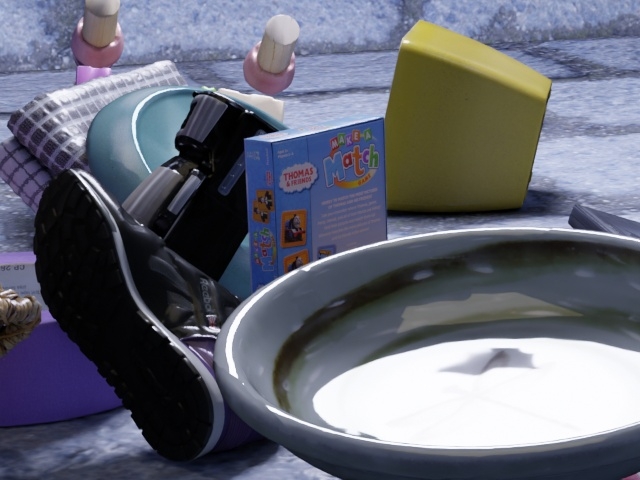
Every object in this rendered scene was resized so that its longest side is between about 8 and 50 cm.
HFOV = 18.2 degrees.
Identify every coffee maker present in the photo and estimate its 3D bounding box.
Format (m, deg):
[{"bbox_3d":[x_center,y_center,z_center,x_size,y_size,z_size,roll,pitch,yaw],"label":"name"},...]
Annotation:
[{"bbox_3d":[-0.097,-0.027,1.906,0.178,0.171,0.120,-55,29,-15],"label":"coffee maker"}]

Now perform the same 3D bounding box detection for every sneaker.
[{"bbox_3d":[-0.131,0.059,1.642,0.124,0.107,0.283,-5,53,-47],"label":"sneaker"}]

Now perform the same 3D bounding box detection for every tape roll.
[{"bbox_3d":[-0.274,0.083,1.780,0.274,0.090,0.275,-1,14,0],"label":"tape roll"}]

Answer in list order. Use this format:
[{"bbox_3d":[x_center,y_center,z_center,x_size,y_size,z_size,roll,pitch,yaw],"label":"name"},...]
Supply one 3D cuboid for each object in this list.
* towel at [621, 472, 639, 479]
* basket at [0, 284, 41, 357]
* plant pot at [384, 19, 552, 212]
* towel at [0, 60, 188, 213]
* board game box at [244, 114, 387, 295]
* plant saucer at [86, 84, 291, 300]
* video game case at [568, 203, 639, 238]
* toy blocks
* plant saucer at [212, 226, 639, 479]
[{"bbox_3d":[0.194,0.173,1.463,0.197,0.029,0.144,-3,12,-7],"label":"towel"},{"bbox_3d":[-0.403,0.088,1.498,0.223,0.213,0.299,28,9,31],"label":"basket"},{"bbox_3d":[0.181,-0.140,2.488,0.187,0.212,0.212,14,15,6],"label":"plant pot"},{"bbox_3d":[-0.184,-0.071,2.147,0.235,0.121,0.283,41,29,13],"label":"towel"},{"bbox_3d":[0.000,0.000,1.832,0.039,0.211,0.160,10,17,40],"label":"board game box"},{"bbox_3d":[-0.089,-0.059,2.067,0.317,0.044,0.318,24,34,-17],"label":"plant saucer"},{"bbox_3d":[0.379,0.038,1.814,0.274,0.026,0.196,17,13,-17],"label":"video game case"},{"bbox_3d":[-0.187,-0.111,2.449,0.288,0.309,0.260,9,-21,-7],"label":"toy blocks"},{"bbox_3d":[0.125,0.104,1.455,0.400,0.101,0.400,-5,21,2],"label":"plant saucer"}]
